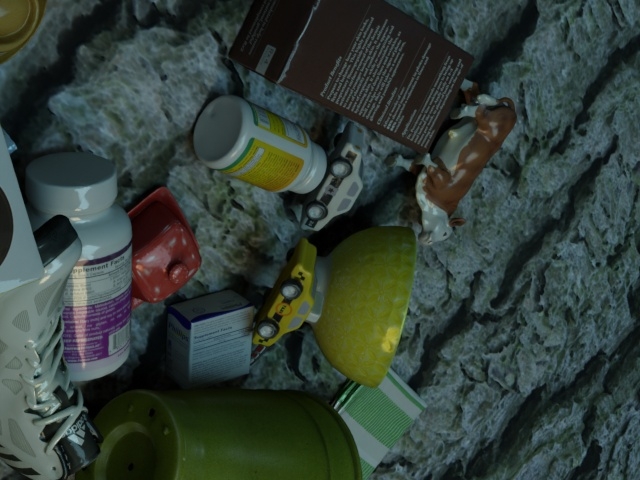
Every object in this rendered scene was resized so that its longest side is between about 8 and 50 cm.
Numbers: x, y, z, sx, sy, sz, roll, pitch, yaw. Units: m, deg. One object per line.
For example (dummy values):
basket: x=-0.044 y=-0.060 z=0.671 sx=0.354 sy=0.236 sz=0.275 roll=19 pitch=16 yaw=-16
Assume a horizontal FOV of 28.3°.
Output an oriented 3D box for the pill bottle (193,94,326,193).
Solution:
pill bottle: x=-0.088 y=-0.142 z=1.986 sx=0.208 sy=0.118 sz=0.117 roll=20 pitch=99 yaw=-47

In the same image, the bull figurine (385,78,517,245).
bull figurine: x=0.234 y=-0.145 z=2.294 sx=0.188 sy=0.101 sz=0.310 roll=34 pitch=89 yaw=-45

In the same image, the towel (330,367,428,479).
towel: x=0.061 y=0.399 z=2.491 sx=0.325 sy=0.038 sz=0.248 roll=-52 pitch=138 yaw=-7

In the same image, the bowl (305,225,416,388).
bowl: x=0.051 y=0.098 z=2.191 sx=0.156 sy=0.289 sz=0.289 roll=14 pitch=106 yaw=-7

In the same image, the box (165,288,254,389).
box: x=-0.184 y=0.165 z=2.105 sx=0.126 sy=0.072 sz=0.137 roll=-14 pitch=123 yaw=-36

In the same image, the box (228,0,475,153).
box: x=0.057 y=-0.291 z=2.023 sx=0.381 sy=0.143 sz=0.191 roll=21 pitch=98 yaw=-49

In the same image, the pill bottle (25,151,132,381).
pill bottle: x=-0.352 y=0.035 z=1.804 sx=0.169 sy=0.169 sz=0.301 roll=-16 pitch=123 yaw=-36

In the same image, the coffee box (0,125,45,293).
coffee box: x=-0.550 y=-0.062 z=1.369 sx=0.338 sy=0.338 sz=0.334 roll=-20 pitch=101 yaw=-32

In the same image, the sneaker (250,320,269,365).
sneaker: x=-0.087 y=0.161 z=2.204 sx=0.158 sy=0.061 sz=0.065 roll=-53 pitch=143 yaw=-5

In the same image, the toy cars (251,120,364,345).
toy cars: x=0.000 y=0.000 z=2.083 sx=0.087 sy=0.176 sz=0.393 roll=24 pitch=83 yaw=-11

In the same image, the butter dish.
butter dish: x=-0.244 y=0.029 z=1.939 sx=0.160 sy=0.118 sz=0.160 roll=-41 pitch=134 yaw=-18

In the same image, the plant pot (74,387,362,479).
plant pot: x=-0.185 y=0.385 z=2.013 sx=0.353 sy=0.366 sz=0.366 roll=23 pitch=96 yaw=-47

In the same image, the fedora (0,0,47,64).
fedora: x=-0.423 y=-0.292 z=1.619 sx=0.194 sy=0.079 sz=0.194 roll=-21 pitch=126 yaw=-32

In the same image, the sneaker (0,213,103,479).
sneaker: x=-0.354 y=0.161 z=1.676 sx=0.169 sy=0.257 sz=0.447 roll=-47 pitch=180 yaw=-44

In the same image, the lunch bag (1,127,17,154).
lunch bag: x=-0.451 y=-0.121 z=1.687 sx=0.071 sy=0.083 sz=0.053 roll=-37 pitch=133 yaw=-23
